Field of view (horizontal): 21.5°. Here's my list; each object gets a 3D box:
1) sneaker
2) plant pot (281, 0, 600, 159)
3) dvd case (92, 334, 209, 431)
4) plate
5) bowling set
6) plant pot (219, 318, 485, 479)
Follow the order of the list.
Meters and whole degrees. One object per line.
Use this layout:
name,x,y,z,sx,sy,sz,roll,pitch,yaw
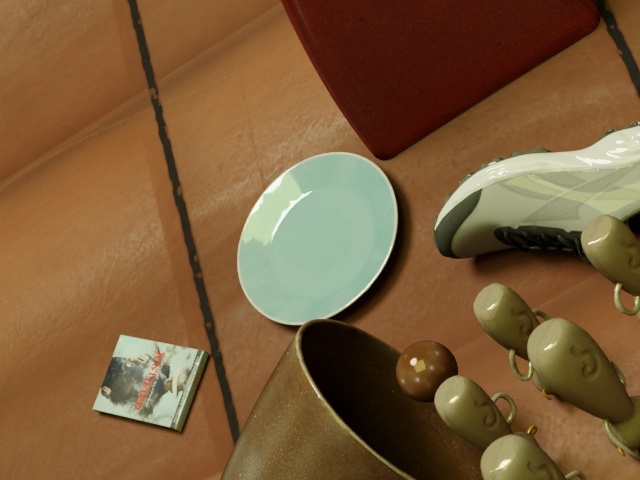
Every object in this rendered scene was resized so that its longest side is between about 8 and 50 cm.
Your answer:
sneaker,0.222,-0.024,1.495,0.271,0.100,0.108,-16,63,28
plant pot,0.070,-0.291,1.648,0.267,0.236,0.267,-32,52,17
dvd case,-0.176,0.146,1.737,0.119,0.013,0.087,9,72,37
plate,0.000,0.000,1.684,0.188,0.024,0.188,-15,60,28
bowling set,0.181,0.123,1.431,0.200,0.154,0.287,1,54,50
plant pot,-0.002,0.224,1.469,0.230,0.215,0.215,-50,48,20
